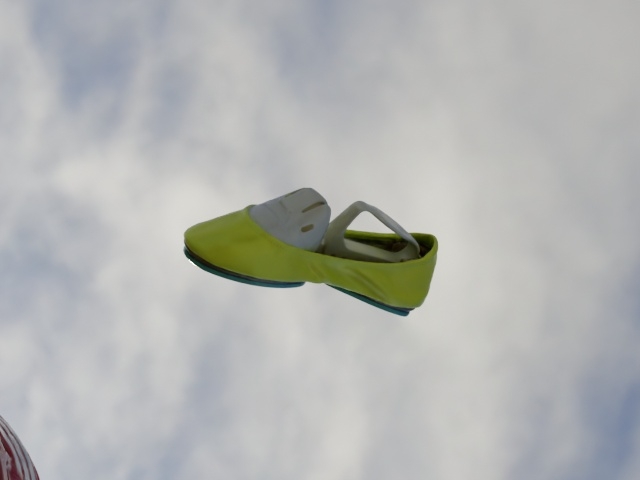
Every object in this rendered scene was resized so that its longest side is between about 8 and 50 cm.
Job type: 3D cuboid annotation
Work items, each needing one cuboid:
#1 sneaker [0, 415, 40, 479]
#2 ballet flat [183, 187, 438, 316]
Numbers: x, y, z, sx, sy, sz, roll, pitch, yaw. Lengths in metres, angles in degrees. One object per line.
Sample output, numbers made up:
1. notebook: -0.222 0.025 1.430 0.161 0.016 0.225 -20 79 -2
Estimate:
1. sneaker: -0.188 0.199 1.135 0.087 0.128 0.221 -2 -92 12
2. ballet flat: 0.000 0.000 1.522 0.077 0.231 0.077 -60 -141 20
